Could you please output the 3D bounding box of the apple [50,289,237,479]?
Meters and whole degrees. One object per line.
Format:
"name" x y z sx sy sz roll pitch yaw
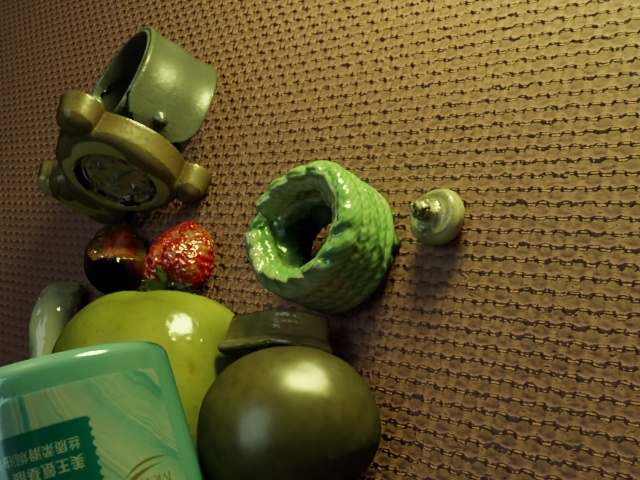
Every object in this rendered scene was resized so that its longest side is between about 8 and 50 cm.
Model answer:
"apple" -0.290 0.266 1.335 0.320 0.311 0.361 143 133 -62

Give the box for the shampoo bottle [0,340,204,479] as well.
"shampoo bottle" -0.308 0.332 1.019 0.331 0.331 0.343 -26 75 32

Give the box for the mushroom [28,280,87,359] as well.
"mushroom" -0.542 0.234 1.644 0.097 0.109 0.352 2 63 0

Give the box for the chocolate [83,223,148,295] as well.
"chocolate" -0.392 0.031 1.594 0.127 0.124 0.133 -30 21 33

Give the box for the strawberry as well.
"strawberry" -0.249 0.031 1.454 0.131 0.131 0.148 -7 74 41

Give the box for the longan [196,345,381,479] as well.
"longan" -0.041 0.255 1.088 0.248 0.248 0.248 -20 58 35

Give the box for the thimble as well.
"thimble" 0.000 0.000 1.216 0.219 0.150 0.219 -19 59 35

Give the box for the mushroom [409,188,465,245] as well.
"mushroom" 0.155 -0.037 1.139 0.085 0.079 0.085 -23 53 34

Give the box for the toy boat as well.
"toy boat" -0.054 0.148 1.223 0.188 0.116 0.061 -12 57 40

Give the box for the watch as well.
"watch" -0.368 -0.236 1.612 0.335 0.314 0.327 -28 41 44
